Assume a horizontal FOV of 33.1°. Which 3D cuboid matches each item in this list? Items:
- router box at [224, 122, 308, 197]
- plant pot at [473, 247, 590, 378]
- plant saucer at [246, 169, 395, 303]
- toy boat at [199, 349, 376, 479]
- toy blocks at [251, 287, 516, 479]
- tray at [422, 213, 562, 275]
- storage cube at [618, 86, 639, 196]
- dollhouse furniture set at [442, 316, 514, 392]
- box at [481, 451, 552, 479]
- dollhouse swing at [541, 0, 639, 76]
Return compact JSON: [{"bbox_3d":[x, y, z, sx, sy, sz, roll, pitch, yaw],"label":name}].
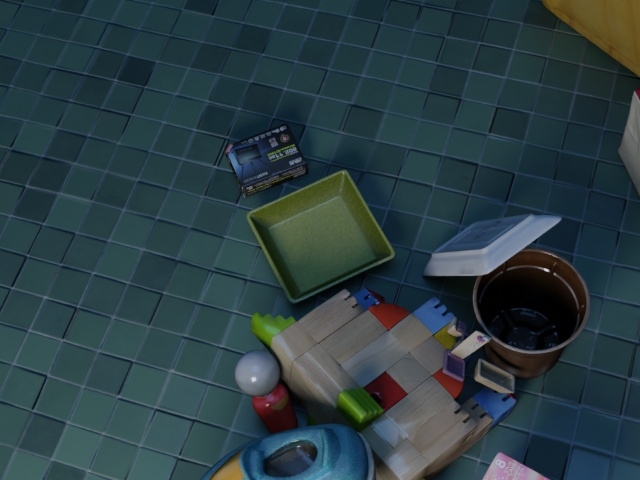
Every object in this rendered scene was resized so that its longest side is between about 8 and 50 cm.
[{"bbox_3d":[-0.094,-0.139,1.852,0.122,0.038,0.092,-22,63,-7],"label":"router box"},{"bbox_3d":[0.307,0.122,1.607,0.167,0.165,0.167,-2,61,4],"label":"plant pot"},{"bbox_3d":[0.000,0.000,1.767,0.188,0.045,0.188,-25,62,-8],"label":"plant saucer"},{"bbox_3d":[-0.067,0.289,1.489,0.267,0.148,0.318,-20,29,4],"label":"toy boat"},{"bbox_3d":[0.115,0.198,1.599,0.261,0.191,0.381,-33,65,-25],"label":"toy blocks"},{"bbox_3d":[0.248,0.003,1.631,0.145,0.270,0.030,-34,96,-13],"label":"tray"},{"bbox_3d":[0.609,-0.142,1.709,0.193,0.184,0.215,-15,62,-2],"label":"storage cube"},{"bbox_3d":[0.247,0.158,1.543,0.114,0.081,0.091,28,46,-17],"label":"dollhouse furniture set"},{"bbox_3d":[0.227,0.460,1.443,0.142,0.154,0.300,27,69,18],"label":"box"},{"bbox_3d":[0.559,-0.450,1.792,0.315,0.305,0.347,-36,58,-13],"label":"dollhouse swing"}]
